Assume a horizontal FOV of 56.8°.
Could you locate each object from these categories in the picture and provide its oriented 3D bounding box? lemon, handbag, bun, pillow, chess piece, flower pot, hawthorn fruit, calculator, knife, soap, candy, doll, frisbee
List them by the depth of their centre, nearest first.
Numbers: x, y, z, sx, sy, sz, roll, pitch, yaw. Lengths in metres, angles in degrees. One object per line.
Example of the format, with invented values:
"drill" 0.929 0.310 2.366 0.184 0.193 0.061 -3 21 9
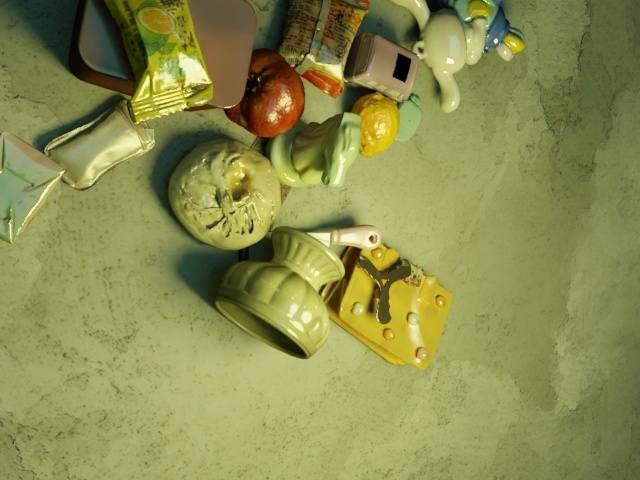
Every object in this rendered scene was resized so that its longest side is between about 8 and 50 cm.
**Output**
"candy" -0.314 -0.387 1.120 0.187 0.081 0.297 -22 106 -29
"soap" -0.619 -0.104 1.169 0.138 0.199 0.182 35 77 -26
"pillow" -0.487 -0.214 1.328 0.233 0.038 0.130 -40 117 -20
"bun" -0.215 -0.111 1.437 0.287 0.146 0.287 -4 98 -30
"hawthorn fruit" -0.124 -0.346 1.457 0.243 0.207 0.207 1 96 -71
"flower pot" -0.082 0.124 1.460 0.307 0.307 0.244 43 68 -27
"chess piece" -0.001 -0.217 1.464 0.176 0.298 0.175 -2 94 -32
"knife" 0.001 0.003 1.608 0.336 0.043 0.081 -3 102 -10
"lemon" 0.149 -0.318 1.637 0.142 0.142 0.187 -9 120 -30
"frisbee" 0.168 0.103 1.644 0.187 0.012 0.211 45 60 -21
"handbag" 0.209 0.179 1.743 0.401 0.133 0.283 37 68 -26
"doll" 0.416 -0.623 1.759 0.366 0.187 0.376 -31 122 -13
"calculator" 0.258 -0.366 1.767 0.095 0.021 0.153 34 81 -30

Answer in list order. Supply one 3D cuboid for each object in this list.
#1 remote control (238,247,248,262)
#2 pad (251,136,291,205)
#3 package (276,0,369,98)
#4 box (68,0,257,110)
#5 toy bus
"remote control" -0.198 0.018 1.540 0.034 0.016 0.091 -2 97 -35
"pad" -0.116 -0.212 1.570 0.158 0.003 0.235 34 78 -29
"package" 0.000 -0.531 1.534 0.223 0.108 0.288 15 91 -18
"box" -0.349 -0.427 1.276 0.339 0.229 0.239 11 90 -32
"toy bus" 0.172 -0.470 1.633 0.203 0.142 0.142 14 87 -32
